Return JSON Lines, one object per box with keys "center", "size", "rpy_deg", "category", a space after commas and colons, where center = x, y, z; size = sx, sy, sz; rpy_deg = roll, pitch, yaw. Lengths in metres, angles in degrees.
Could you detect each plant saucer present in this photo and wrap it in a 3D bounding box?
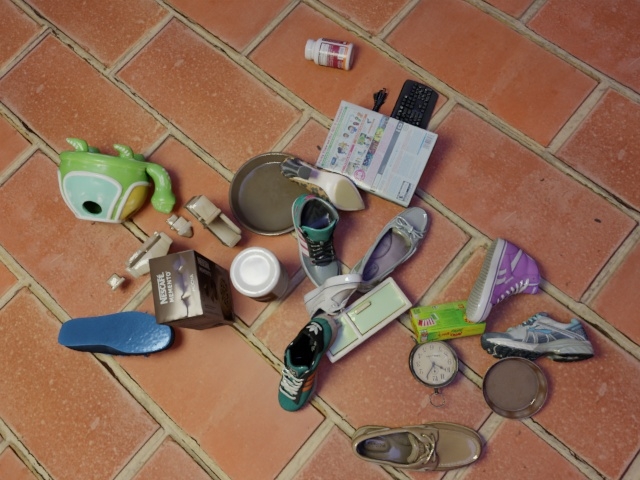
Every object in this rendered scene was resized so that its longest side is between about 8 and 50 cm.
{"center": [0.513, 0.390, 1.194], "size": [0.169, 0.029, 0.168], "rpy_deg": [0, 91, 6], "category": "plant saucer"}
{"center": [-0.147, -0.144, 1.400], "size": [0.278, 0.041, 0.277], "rpy_deg": [-1, 76, 6], "category": "plant saucer"}

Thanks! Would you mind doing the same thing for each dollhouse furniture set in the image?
{"center": [-0.411, 0.059, 1.264], "size": [0.174, 0.303, 0.355], "rpy_deg": [45, 76, -19], "category": "dollhouse furniture set"}

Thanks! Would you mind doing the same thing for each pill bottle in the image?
{"center": [-0.158, 0.104, 1.240], "size": [0.131, 0.229, 0.131], "rpy_deg": [-1, 76, 5], "category": "pill bottle"}
{"center": [0.030, -0.619, 1.482], "size": [0.152, 0.086, 0.086], "rpy_deg": [15, 78, 9], "category": "pill bottle"}

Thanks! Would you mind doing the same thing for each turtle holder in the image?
{"center": [-0.624, -0.169, 1.374], "size": [0.321, 0.243, 0.227], "rpy_deg": [7, 91, -33], "category": "turtle holder"}

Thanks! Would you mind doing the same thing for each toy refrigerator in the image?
{"center": [0.116, 0.223, 1.256], "size": [0.270, 0.094, 0.102], "rpy_deg": [-34, 76, -3], "category": "toy refrigerator"}

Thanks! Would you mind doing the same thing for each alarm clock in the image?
{"center": [0.308, 0.353, 1.220], "size": [0.130, 0.064, 0.191], "rpy_deg": [-3, 72, 4], "category": "alarm clock"}

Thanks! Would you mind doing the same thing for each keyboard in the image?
{"center": [0.236, -0.377, 1.431], "size": [0.202, 0.033, 0.317], "rpy_deg": [20, 78, 10], "category": "keyboard"}

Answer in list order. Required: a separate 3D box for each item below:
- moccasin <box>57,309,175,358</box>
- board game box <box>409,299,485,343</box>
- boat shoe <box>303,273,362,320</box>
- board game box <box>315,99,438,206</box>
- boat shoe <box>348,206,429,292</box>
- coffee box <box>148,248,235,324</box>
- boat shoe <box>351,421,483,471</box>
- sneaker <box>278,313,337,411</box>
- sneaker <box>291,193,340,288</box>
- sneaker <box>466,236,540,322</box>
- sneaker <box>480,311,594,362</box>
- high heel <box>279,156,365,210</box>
{"center": [-0.574, 0.269, 1.299], "size": [0.342, 0.116, 0.137], "rpy_deg": [4, 64, 11], "category": "moccasin"}
{"center": [0.345, 0.220, 1.230], "size": [0.182, 0.043, 0.092], "rpy_deg": [-8, 40, -3], "category": "board game box"}
{"center": [0.038, 0.158, 1.211], "size": [0.095, 0.258, 0.084], "rpy_deg": [0, 68, -26], "category": "boat shoe"}
{"center": [0.164, -0.256, 1.344], "size": [0.304, 0.097, 0.223], "rpy_deg": [24, 95, 10], "category": "board game box"}
{"center": [0.207, 0.019, 1.277], "size": [0.320, 0.103, 0.118], "rpy_deg": [-42, 86, -17], "category": "boat shoe"}
{"center": [-0.335, 0.144, 1.210], "size": [0.119, 0.297, 0.168], "rpy_deg": [-12, 75, 2], "category": "coffee box"}
{"center": [0.251, 0.539, 1.154], "size": [0.342, 0.110, 0.121], "rpy_deg": [-4, 75, 4], "category": "boat shoe"}
{"center": [-0.060, 0.334, 1.179], "size": [0.108, 0.121, 0.302], "rpy_deg": [29, 108, 25], "category": "sneaker"}
{"center": [0.000, 0.000, 1.260], "size": [0.124, 0.178, 0.295], "rpy_deg": [-18, 87, -11], "category": "sneaker"}
{"center": [0.508, 0.129, 1.214], "size": [0.161, 0.102, 0.282], "rpy_deg": [31, 63, 6], "category": "sneaker"}
{"center": [0.575, 0.260, 1.216], "size": [0.283, 0.110, 0.122], "rpy_deg": [2, 58, 3], "category": "sneaker"}
{"center": [0.004, -0.171, 1.342], "size": [0.261, 0.186, 0.093], "rpy_deg": [27, 93, -29], "category": "high heel"}
